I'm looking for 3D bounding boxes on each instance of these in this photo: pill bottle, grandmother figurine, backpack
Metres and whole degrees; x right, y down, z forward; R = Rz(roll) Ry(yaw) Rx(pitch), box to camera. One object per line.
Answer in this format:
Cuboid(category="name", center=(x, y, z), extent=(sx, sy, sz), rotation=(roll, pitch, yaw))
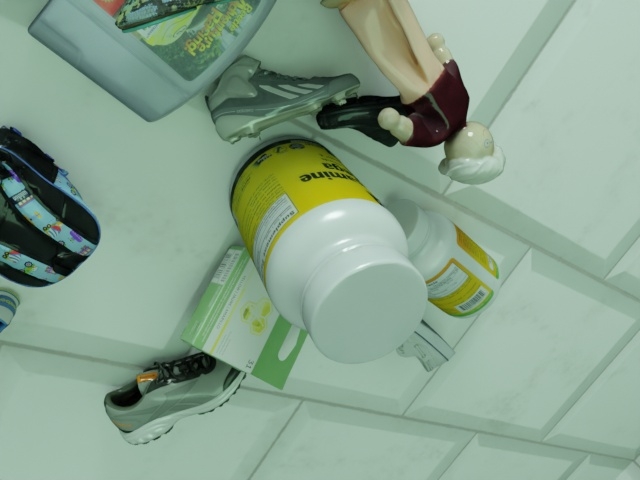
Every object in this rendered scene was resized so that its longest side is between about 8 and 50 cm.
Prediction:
Cuboid(category="pill bottle", center=(0.201, 0.031, 0.952), extent=(0.245, 0.136, 0.136), rotation=(35, 102, -35))
Cuboid(category="pill bottle", center=(0.000, 0.000, 0.722), extent=(0.187, 0.334, 0.188), rotation=(-11, 124, -17))
Cuboid(category="grandmother figurine", center=(0.142, -0.208, 0.731), extent=(0.342, 0.104, 0.208), rotation=(48, 65, -21))
Cuboid(category="backpack", center=(-0.372, -0.034, 0.676), extent=(0.158, 0.117, 0.173), rotation=(-43, 126, 6))

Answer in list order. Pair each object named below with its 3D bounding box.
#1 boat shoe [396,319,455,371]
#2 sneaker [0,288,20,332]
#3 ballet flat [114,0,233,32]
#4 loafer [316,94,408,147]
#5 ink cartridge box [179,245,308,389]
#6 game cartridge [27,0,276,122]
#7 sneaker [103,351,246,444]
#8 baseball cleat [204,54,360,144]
Cuboid(category="boat shoe", center=(0.181, 0.194, 1.071), extent=(0.084, 0.095, 0.258), rotation=(-46, 125, 3))
Cuboid(category="sneaker", center=(-0.494, 0.128, 0.760), extent=(0.144, 0.059, 0.053), rotation=(-37, 129, 3))
Cuboid(category="ballet flat", center=(-0.142, -0.284, 0.593), extent=(0.188, 0.070, 0.070), rotation=(-25, 127, -19))
Cuboid(category="loafer", center=(0.100, -0.179, 0.814), extent=(0.223, 0.076, 0.079), rotation=(-10, 113, -22))
Cuboid(category="ink cartridge box", center=(-0.094, 0.139, 0.898), extent=(0.235, 0.056, 0.171), rotation=(38, 69, -34))
Cuboid(category="game cartridge", center=(-0.171, -0.295, 0.644), extent=(0.294, 0.060, 0.196), rotation=(-47, 130, 9))
Cuboid(category="sneaker", center=(-0.240, 0.245, 0.920), extent=(0.271, 0.100, 0.108), rotation=(-30, 122, -3))
Cuboid(category="baseball cleat", center=(-0.052, -0.206, 0.719), extent=(0.205, 0.072, 0.110), rotation=(-23, 95, -9))
